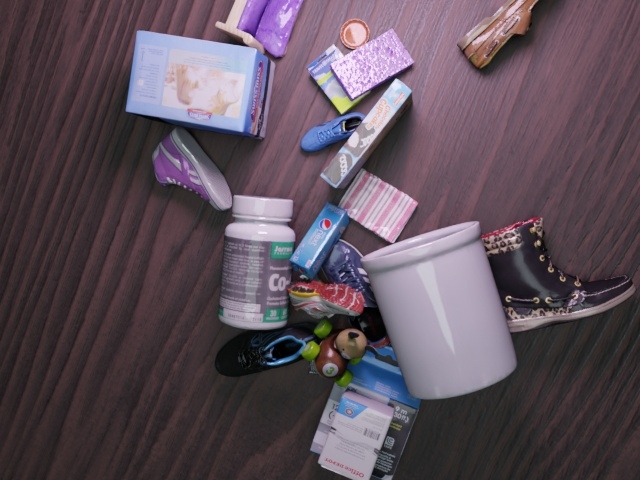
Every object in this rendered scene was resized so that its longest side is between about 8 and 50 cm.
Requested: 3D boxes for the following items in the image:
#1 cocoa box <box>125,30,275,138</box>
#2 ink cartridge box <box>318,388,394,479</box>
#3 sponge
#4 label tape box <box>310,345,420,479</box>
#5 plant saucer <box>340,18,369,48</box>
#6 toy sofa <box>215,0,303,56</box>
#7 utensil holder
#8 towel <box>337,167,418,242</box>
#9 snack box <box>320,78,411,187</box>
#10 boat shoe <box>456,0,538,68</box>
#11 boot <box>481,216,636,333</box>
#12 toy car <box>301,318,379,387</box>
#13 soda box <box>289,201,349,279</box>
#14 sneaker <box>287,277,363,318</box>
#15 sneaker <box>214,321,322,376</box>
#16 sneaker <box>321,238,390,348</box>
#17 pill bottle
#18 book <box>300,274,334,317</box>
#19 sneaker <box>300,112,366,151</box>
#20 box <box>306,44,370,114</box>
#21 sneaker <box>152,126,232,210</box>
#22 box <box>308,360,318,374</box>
[{"bbox_3d":[-0.330,-0.430,1.820,0.346,0.228,0.232,11,95,8],"label":"cocoa box"},{"bbox_3d":[0.098,0.537,1.776,0.148,0.086,0.203,21,97,8],"label":"ink cartridge box"},{"bbox_3d":[0.143,-0.491,1.813,0.210,0.031,0.117,-31,88,-7],"label":"sponge"},{"bbox_3d":[0.146,0.479,1.864,0.249,0.115,0.348,20,98,7],"label":"label tape box"},{"bbox_3d":[0.098,-0.590,1.850,0.083,0.013,0.084,1,94,8],"label":"plant saucer"},{"bbox_3d":[-0.132,-0.711,1.810,0.177,0.150,0.363,25,97,8],"label":"toy sofa"},{"bbox_3d":[0.319,0.180,1.710,0.327,0.327,0.386,-19,91,10],"label":"utensil holder"},{"bbox_3d":[0.162,-0.100,1.865,0.197,0.029,0.144,32,97,6],"label":"towel"},{"bbox_3d":[0.132,-0.284,1.778,0.060,0.187,0.322,39,98,5],"label":"snack box"},{"bbox_3d":[0.520,-0.593,1.745,0.307,0.111,0.104,-39,91,19],"label":"boat shoe"},{"bbox_3d":[0.624,0.076,1.753,0.377,0.138,0.284,-18,91,18],"label":"boot"},{"bbox_3d":[0.072,0.295,1.742,0.155,0.188,0.149,41,57,-15],"label":"toy car"},{"bbox_3d":[0.000,0.000,1.827,0.067,0.071,0.210,26,70,22],"label":"soda box"},{"bbox_3d":[0.017,0.169,1.775,0.225,0.088,0.093,12,124,29],"label":"sneaker"},{"bbox_3d":[-0.169,0.319,1.884,0.340,0.139,0.125,-21,89,15],"label":"sneaker"},{"bbox_3d":[0.102,0.147,1.826,0.131,0.148,0.350,-34,83,11],"label":"sneaker"},{"bbox_3d":[-0.177,0.057,1.840,0.204,0.204,0.361,6,95,9],"label":"pill bottle"},{"bbox_3d":[-0.001,0.151,1.873,0.035,0.096,0.144,-35,87,12],"label":"book"},{"bbox_3d":[0.034,-0.312,1.846,0.209,0.082,0.069,-20,92,11],"label":"sneaker"},{"bbox_3d":[0.050,-0.463,1.853,0.109,0.042,0.178,-38,88,9],"label":"box"},{"bbox_3d":[-0.388,-0.179,1.923,0.161,0.102,0.282,-37,86,22],"label":"sneaker"},{"bbox_3d":[0.008,0.367,1.925,0.083,0.018,0.067,5,94,9],"label":"box"}]
